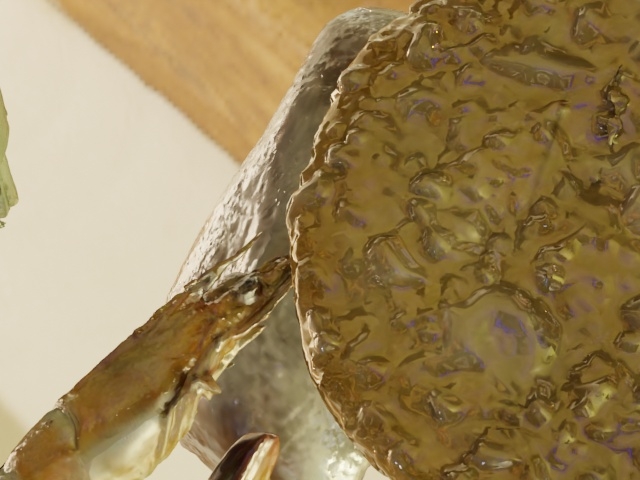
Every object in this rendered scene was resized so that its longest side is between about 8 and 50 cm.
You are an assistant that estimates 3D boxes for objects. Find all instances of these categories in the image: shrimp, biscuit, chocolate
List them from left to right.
[{"bbox_3d":[-0.047,0.075,0.668,0.162,0.095,0.045,-46,-164,-10],"label":"shrimp"},{"bbox_3d":[0.000,0.000,1.126,0.185,0.100,0.303,29,-92,47],"label":"chocolate"},{"bbox_3d":[0.097,-0.003,0.506,0.219,0.033,0.220,-5,-123,8],"label":"biscuit"}]

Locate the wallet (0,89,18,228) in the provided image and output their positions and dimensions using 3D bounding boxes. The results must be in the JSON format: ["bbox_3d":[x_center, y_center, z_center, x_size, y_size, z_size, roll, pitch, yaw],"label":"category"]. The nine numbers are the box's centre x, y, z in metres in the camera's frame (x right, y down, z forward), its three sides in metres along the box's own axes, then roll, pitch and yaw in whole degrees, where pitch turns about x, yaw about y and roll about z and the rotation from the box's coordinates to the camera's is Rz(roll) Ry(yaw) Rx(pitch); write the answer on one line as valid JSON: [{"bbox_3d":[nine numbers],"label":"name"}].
[{"bbox_3d":[-0.263,-0.067,0.895,0.223,0.309,0.077,3,-119,1],"label":"wallet"}]
